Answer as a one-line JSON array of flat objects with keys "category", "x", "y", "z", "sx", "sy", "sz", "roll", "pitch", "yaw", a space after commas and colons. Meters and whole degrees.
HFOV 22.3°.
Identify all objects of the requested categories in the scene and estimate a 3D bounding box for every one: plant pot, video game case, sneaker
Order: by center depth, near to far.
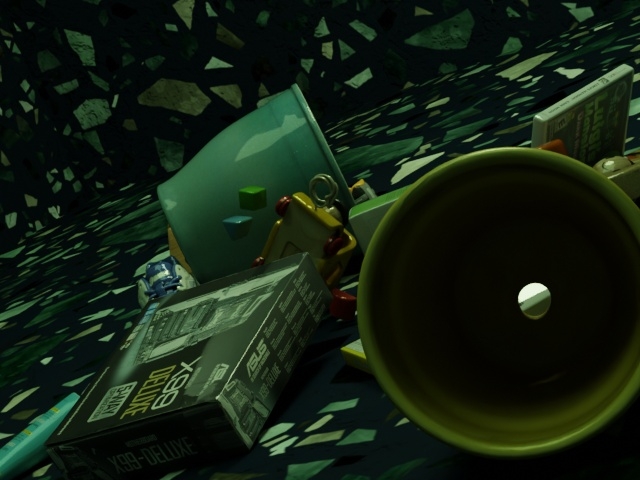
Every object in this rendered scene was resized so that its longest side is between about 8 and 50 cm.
[{"category": "plant pot", "x": 0.177, "y": 0.052, "z": 1.410, "sx": 0.254, "sy": 0.254, "sz": 0.239, "roll": -21, "pitch": -5, "yaw": 12}, {"category": "video game case", "x": 0.320, "y": -0.105, "z": 2.010, "sx": 0.173, "sy": 0.190, "sz": 0.022, "roll": -31, "pitch": 46, "yaw": -33}, {"category": "sneaker", "x": -0.213, "y": 0.102, "z": 2.239, "sx": 0.111, "sy": 0.131, "sz": 0.296, "roll": -22, "pitch": 12, "yaw": -4}, {"category": "plant pot", "x": -0.091, "y": -0.053, "z": 2.367, "sx": 0.255, "sy": 0.272, "sz": 0.271, "roll": -25, "pitch": 10, "yaw": 1}, {"category": "sneaker", "x": 0.024, "y": -0.043, "z": 2.571, "sx": 0.215, "sy": 0.083, "sz": 0.084, "roll": -15, "pitch": 15, "yaw": 45}]

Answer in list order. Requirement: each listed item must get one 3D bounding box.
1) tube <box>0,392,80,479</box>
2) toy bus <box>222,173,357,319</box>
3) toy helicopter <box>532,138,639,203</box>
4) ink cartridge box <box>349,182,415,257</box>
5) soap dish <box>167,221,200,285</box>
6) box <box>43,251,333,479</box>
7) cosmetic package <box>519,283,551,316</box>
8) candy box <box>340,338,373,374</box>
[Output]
[{"category": "tube", "x": -0.374, "y": 0.267, "z": 2.006, "sx": 0.207, "sy": 0.052, "sz": 0.080, "roll": -36, "pitch": 5, "yaw": -25}, {"category": "toy bus", "x": -0.008, "y": 0.006, "z": 2.103, "sx": 0.202, "sy": 0.191, "sz": 0.104, "roll": -9, "pitch": 10, "yaw": 40}, {"category": "toy helicopter", "x": 0.374, "y": -0.085, "z": 1.911, "sx": 0.235, "sy": 0.140, "sz": 0.355, "roll": -22, "pitch": 1, "yaw": 29}, {"category": "ink cartridge box", "x": 0.153, "y": -0.025, "z": 2.130, "sx": 0.209, "sy": 0.109, "sz": 0.062, "roll": -21, "pitch": 12, "yaw": 12}, {"category": "soap dish", "x": -0.132, "y": -0.035, "z": 2.769, "sx": 0.290, "sy": 0.118, "sz": 0.229, "roll": -25, "pitch": 11, "yaw": 0}, {"category": "box", "x": -0.144, "y": 0.149, "z": 1.860, "sx": 0.242, "sy": 0.077, "sz": 0.307, "roll": -18, "pitch": 23, "yaw": 29}, {"category": "cosmetic package", "x": 0.237, "y": 0.048, "z": 1.656, "sx": 0.239, "sy": 0.060, "sz": 0.099, "roll": -27, "pitch": 31, "yaw": -20}, {"category": "candy box", "x": 0.102, "y": 0.118, "z": 1.758, "sx": 0.105, "sy": 0.027, "sz": 0.206, "roll": -23, "pitch": 10, "yaw": -15}]
